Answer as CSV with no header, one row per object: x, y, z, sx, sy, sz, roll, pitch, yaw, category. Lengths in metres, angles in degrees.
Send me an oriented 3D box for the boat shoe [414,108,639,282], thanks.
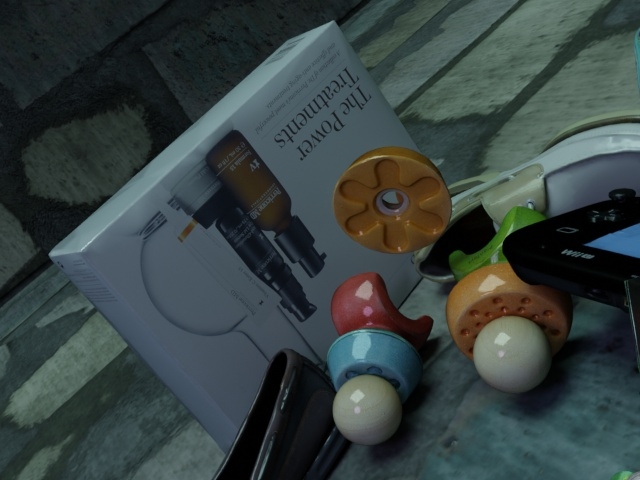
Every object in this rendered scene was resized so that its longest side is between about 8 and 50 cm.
0.207,-0.023,0.784,0.302,0.113,0.103,-27,21,54,boat shoe

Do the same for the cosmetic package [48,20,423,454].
-0.041,-0.005,0.879,0.097,0.284,0.377,-4,38,53,cosmetic package

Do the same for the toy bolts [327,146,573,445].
0.071,0.063,0.707,0.228,0.218,0.159,-45,19,35,toy bolts

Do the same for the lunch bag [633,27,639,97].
0.433,-0.186,0.757,0.279,0.108,0.224,-23,24,32,lunch bag

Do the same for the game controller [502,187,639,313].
0.270,0.018,0.539,0.166,0.067,0.319,-7,13,-30,game controller

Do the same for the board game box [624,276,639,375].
0.222,0.121,0.374,0.136,0.030,0.260,-19,56,35,board game box

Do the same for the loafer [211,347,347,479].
-0.077,0.222,0.712,0.109,0.095,0.302,-15,29,45,loafer

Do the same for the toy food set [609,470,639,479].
0.196,0.166,0.499,0.082,0.020,0.083,-40,20,-9,toy food set
